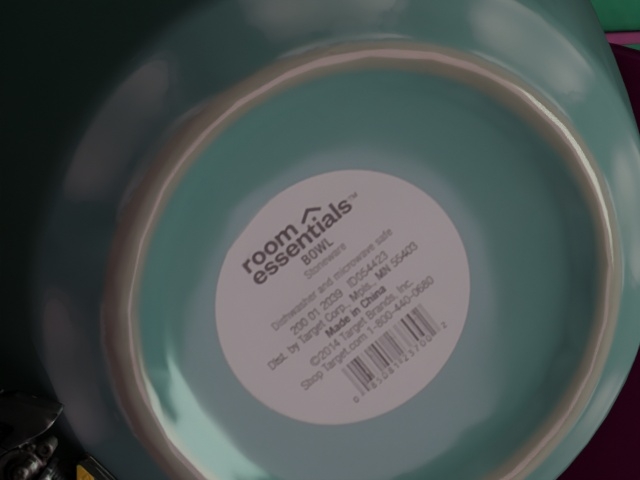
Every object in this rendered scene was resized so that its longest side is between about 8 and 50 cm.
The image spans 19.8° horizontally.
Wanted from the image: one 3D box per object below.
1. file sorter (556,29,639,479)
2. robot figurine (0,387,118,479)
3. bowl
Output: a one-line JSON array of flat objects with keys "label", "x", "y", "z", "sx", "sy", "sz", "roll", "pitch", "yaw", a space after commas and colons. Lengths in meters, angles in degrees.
[{"label": "file sorter", "x": 0.222, "y": 0.021, "z": 0.828, "sx": 0.182, "sy": 0.290, "sz": 0.202, "roll": -7, "pitch": 110, "yaw": -36}, {"label": "robot figurine", "x": -0.196, "y": 0.120, "z": 0.597, "sx": 0.291, "sy": 0.085, "sz": 0.211, "roll": 25, "pitch": 99, "yaw": -2}, {"label": "bowl", "x": 0.000, "y": 0.000, "z": 0.680, "sx": 0.311, "sy": 0.163, "sz": 0.312, "roll": -4, "pitch": 106, "yaw": -15}]
